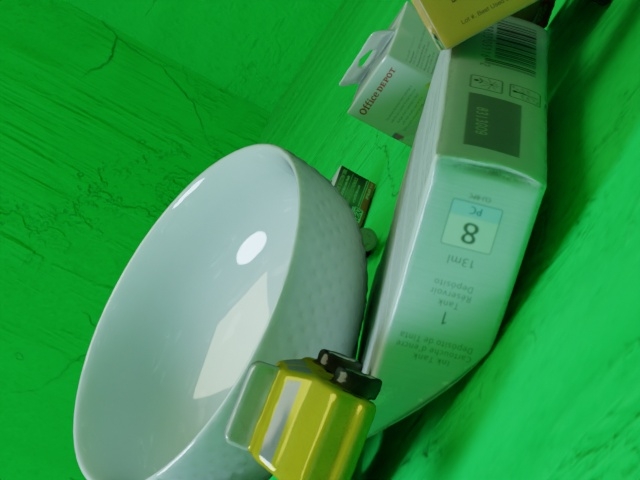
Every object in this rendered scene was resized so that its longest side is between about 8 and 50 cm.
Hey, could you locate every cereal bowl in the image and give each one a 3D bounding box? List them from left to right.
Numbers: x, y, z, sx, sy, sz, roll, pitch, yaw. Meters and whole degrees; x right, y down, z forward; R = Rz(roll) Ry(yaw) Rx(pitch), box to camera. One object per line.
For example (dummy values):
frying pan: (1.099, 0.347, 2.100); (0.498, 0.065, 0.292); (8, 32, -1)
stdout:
cereal bowl: (-0.070, 0.093, 1.583); (0.339, 0.141, 0.339); (-40, 33, 32)

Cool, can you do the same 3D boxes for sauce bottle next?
sauce bottle: (0.034, 0.006, 1.960); (0.042, 0.042, 0.128); (-63, 6, -9)

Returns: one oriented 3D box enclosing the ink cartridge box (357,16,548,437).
ink cartridge box: (0.093, 0.043, 1.438); (0.308, 0.091, 0.385); (-78, 1, -62)

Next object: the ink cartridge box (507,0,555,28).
ink cartridge box: (0.189, -0.213, 1.566); (0.179, 0.045, 0.145); (-30, -35, -45)

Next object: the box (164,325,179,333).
box: (-0.104, 0.111, 1.778); (0.087, 0.232, 0.058); (-56, 9, 52)

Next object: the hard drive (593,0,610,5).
hard drive: (0.249, -0.253, 1.537); (0.094, 0.022, 0.135); (-61, 7, 10)

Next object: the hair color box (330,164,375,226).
hair color box: (0.000, 0.000, 2.169); (0.167, 0.053, 0.093); (-57, 8, 40)

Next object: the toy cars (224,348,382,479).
toy cars: (-0.034, 0.199, 1.214); (0.393, 0.087, 0.176); (-79, 12, -47)

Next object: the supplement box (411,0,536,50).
supplement box: (0.176, -0.238, 1.374); (0.233, 0.078, 0.080); (-28, 16, 8)

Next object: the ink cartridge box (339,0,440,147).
ink cartridge box: (0.100, -0.152, 1.706); (0.092, 0.143, 0.090); (-53, 11, 46)
